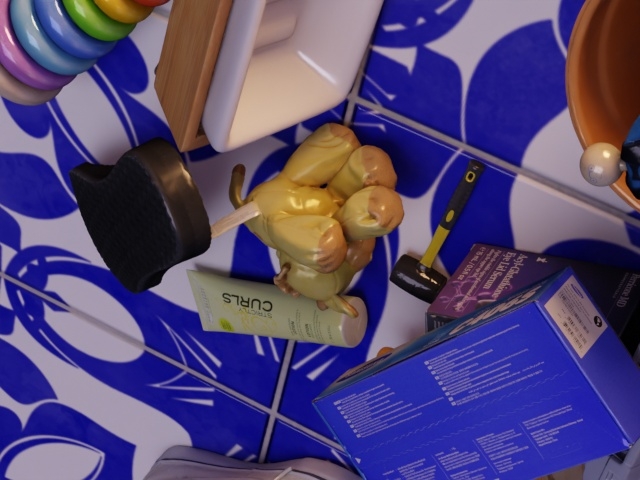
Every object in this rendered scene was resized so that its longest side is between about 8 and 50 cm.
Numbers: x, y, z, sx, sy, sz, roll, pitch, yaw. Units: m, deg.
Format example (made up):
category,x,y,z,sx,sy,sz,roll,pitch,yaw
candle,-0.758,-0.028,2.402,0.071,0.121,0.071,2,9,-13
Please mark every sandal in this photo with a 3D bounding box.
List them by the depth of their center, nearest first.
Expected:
category,x,y,z,sx,sy,sz,roll,pitch,yaw
sandal,-0.186,-0.031,1.572,0.168,0.107,0.446,68,159,-7

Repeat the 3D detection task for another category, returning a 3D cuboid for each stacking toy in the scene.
category,x,y,z,sx,sy,sz,roll,pitch,yaw
stacking toy,-0.239,-0.270,1.515,0.330,0.141,0.141,-23,106,34

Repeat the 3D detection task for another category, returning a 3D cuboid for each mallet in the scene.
category,x,y,z,sx,sy,sz,roll,pitch,yaw
mallet,0.143,-0.005,1.527,0.062,0.039,0.190,36,127,4

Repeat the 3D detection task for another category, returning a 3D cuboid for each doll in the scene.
category,x,y,z,sx,sy,sz,roll,pitch,yaw
doll,0.299,-0.066,1.118,0.189,0.046,0.129,2,130,37

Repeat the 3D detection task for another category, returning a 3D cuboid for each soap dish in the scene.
category,x,y,z,sx,sy,sz,roll,pitch,yaw
soap dish,-0.042,-0.242,1.364,0.118,0.229,0.291,41,133,23

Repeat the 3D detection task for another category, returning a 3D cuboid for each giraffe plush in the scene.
category,x,y,z,sx,sy,sz,roll,pitch,yaw
giraffe plush,0.000,0.000,1.538,0.210,0.181,0.170,-18,138,7

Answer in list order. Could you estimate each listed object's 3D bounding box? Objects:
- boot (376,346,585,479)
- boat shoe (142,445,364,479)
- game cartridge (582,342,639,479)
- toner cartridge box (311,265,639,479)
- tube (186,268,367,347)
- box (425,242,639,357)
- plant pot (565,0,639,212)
category,x,y,z,sx,sy,sz,roll,pitch,yaw
boot,0.192,0.238,1.629,0.211,0.104,0.295,7,135,44
boat shoe,-0.099,0.367,1.826,0.367,0.156,0.136,6,123,27
game cartridge,0.378,0.120,1.363,0.060,0.196,0.294,46,132,37
toner cartridge box,0.155,0.164,1.383,0.348,0.075,0.165,-30,94,47
tube,-0.059,0.088,1.689,0.240,0.062,0.070,7,82,32
box,0.233,0.098,1.462,0.207,0.153,0.108,9,123,24
plant pot,0.376,-0.164,1.175,0.291,0.203,0.291,14,125,21
